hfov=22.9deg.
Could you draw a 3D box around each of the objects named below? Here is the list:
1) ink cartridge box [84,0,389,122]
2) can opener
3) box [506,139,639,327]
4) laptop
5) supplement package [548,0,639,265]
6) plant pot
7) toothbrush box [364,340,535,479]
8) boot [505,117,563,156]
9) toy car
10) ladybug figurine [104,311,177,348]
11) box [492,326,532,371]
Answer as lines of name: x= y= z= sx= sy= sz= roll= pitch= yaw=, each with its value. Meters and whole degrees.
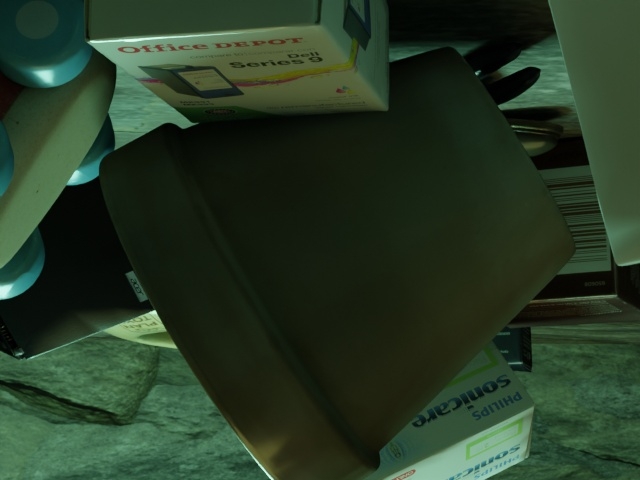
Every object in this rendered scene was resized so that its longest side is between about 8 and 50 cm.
ink cartridge box: x=-0.048 y=-0.148 z=1.049 sx=0.154 sy=0.093 sz=0.212 roll=-2 pitch=168 yaw=13
can opener: x=0.126 y=-0.127 z=1.329 sx=0.059 sy=0.073 sz=0.186 roll=40 pitch=159 yaw=-5
box: x=0.250 y=-0.002 z=1.679 sx=0.167 sy=0.169 sz=0.203 roll=-6 pitch=168 yaw=21
laptop: x=-0.299 y=-0.020 z=1.499 sx=0.136 sy=0.234 sz=0.264 roll=-34 pitch=-158 yaw=-23
supplement package: x=0.283 y=-0.107 z=0.839 sx=0.293 sy=0.175 sz=0.177 roll=-14 pitch=180 yaw=-44
plant pot: x=0.030 y=0.001 z=1.226 sx=0.280 sy=0.323 sz=0.323 roll=-32 pitch=167 yaw=3
toothbrush box: x=0.069 y=0.139 z=1.692 sx=0.206 sy=0.283 sz=0.122 roll=-23 pitch=147 yaw=-13
boot: x=0.135 y=-0.057 z=1.533 sx=0.219 sy=0.106 sz=0.082 roll=-7 pitch=169 yaw=32
toy car: x=-0.294 y=-0.105 z=1.163 sx=0.238 sy=0.210 sz=0.219 roll=27 pitch=161 yaw=7
ladybug figurine: x=-0.115 y=0.042 z=1.919 sx=0.305 sy=0.162 sz=0.449 roll=-8 pitch=168 yaw=30
box: x=0.169 y=0.053 z=1.876 sx=0.153 sy=0.207 sz=0.108 roll=-2 pitch=170 yaw=13
